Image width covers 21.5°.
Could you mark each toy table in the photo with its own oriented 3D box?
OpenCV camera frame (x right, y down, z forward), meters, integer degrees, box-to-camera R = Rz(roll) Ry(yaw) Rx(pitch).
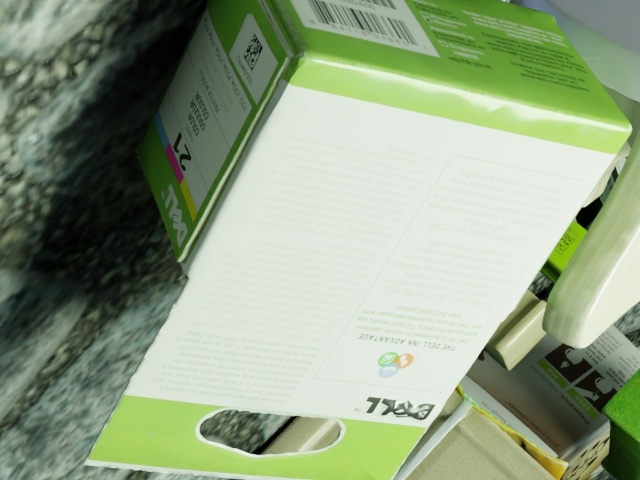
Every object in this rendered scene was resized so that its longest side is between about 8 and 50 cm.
[{"bbox_3d":[0.213,-0.059,0.917,0.252,0.274,0.161,-23,135,-33],"label":"toy table"}]

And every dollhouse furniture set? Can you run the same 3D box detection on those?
[{"bbox_3d":[0.123,0.146,1.229,0.301,0.197,0.151,-45,160,-8],"label":"dollhouse furniture set"}]

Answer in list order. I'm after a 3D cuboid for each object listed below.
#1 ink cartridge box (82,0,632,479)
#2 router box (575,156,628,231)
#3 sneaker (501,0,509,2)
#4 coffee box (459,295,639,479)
[{"bbox_3d":[0.000,0.000,0.826,0.188,0.097,0.255,9,127,-31],"label":"ink cartridge box"},{"bbox_3d":[0.246,-0.053,1.149,0.133,0.046,0.179,-15,171,-2],"label":"router box"},{"bbox_3d":[0.061,-0.067,0.928,0.081,0.080,0.211,-30,152,-30],"label":"sneaker"},{"bbox_3d":[0.120,0.185,1.375,0.297,0.119,0.168,-31,155,-31],"label":"coffee box"}]
